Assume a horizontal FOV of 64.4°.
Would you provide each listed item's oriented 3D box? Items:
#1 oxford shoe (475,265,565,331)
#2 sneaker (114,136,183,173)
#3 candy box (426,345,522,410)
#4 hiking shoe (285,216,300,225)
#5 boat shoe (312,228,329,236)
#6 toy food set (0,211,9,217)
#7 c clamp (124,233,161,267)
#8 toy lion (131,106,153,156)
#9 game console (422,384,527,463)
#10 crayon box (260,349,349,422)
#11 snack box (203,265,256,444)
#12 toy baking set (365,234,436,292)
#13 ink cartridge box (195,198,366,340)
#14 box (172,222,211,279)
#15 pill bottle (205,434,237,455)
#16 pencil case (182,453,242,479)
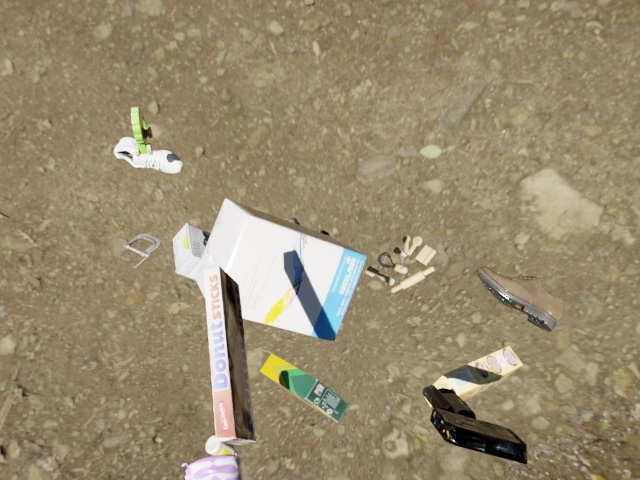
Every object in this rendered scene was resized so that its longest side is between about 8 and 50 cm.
[{"bbox_3d":[0.483,0.120,1.231,0.227,0.083,0.096,37,83,33],"label":"oxford shoe"},{"bbox_3d":[-0.385,-0.179,1.134,0.152,0.061,0.054,18,123,-6],"label":"sneaker"},{"bbox_3d":[0.541,0.494,1.804,0.316,0.183,0.088,-13,58,-27],"label":"candy box"},{"bbox_3d":[-0.114,0.024,1.882,0.114,0.086,0.227,-10,114,8],"label":"hiking shoe"},{"bbox_3d":[0.000,0.000,1.827,0.068,0.228,0.081,-13,95,10],"label":"boat shoe"},{"bbox_3d":[-0.845,-0.082,1.280,0.078,0.122,0.019,26,75,7],"label":"toy food set"},{"bbox_3d":[-0.640,0.025,1.804,0.160,0.022,0.137,23,51,39],"label":"c clamp"},{"bbox_3d":[-0.357,-0.223,1.004,0.034,0.096,0.100,-8,44,-11],"label":"toy lion"},{"bbox_3d":[0.377,0.466,1.340,0.213,0.361,0.044,17,93,-5],"label":"game console"},{"bbox_3d":[-0.075,0.509,1.792,0.318,0.202,0.081,13,63,50],"label":"crayon box"},{"bbox_3d":[-0.097,0.119,0.537,0.022,0.064,0.178,-14,64,5],"label":"snack box"},{"bbox_3d":[0.281,0.087,1.759,0.256,0.030,0.197,-35,40,16],"label":"toy baking set"},{"bbox_3d":[-0.077,0.050,0.909,0.232,0.171,0.168,19,95,-27],"label":"ink cartridge box"},{"bbox_3d":[-0.347,0.074,1.718,0.087,0.290,0.169,-45,40,22],"label":"box"},{"bbox_3d":[-0.237,0.506,1.227,0.043,0.083,0.043,-21,41,20],"label":"pill bottle"},{"bbox_3d":[-0.147,0.406,0.711,0.088,0.086,0.206,-10,57,-5],"label":"pencil case"}]
